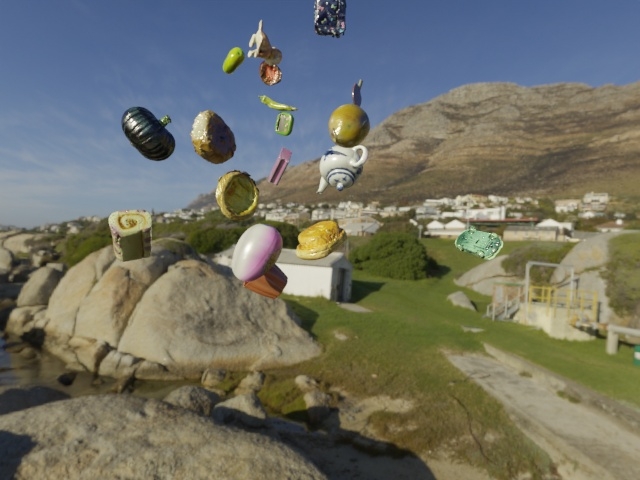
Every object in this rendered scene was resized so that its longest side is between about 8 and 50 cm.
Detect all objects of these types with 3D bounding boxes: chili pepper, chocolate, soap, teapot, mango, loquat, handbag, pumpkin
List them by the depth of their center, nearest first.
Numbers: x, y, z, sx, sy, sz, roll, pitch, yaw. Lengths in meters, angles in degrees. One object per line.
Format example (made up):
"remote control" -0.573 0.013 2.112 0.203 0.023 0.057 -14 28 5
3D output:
"pumpkin" -0.585 -0.361 1.365 0.150 0.194 0.194 -40 25 -32
"loquat" 0.100 -0.411 1.452 0.152 0.152 0.195 2 39 47
"handbag" 0.049 -1.124 1.945 0.162 0.260 0.113 -1 11 -4
"chili pepper" -0.205 -0.658 1.956 0.208 0.049 0.043 21 37 6
"mango" -0.484 -0.997 2.237 0.089 0.163 0.117 32 31 -20
"chocolate" -0.292 -0.966 2.304 0.127 0.133 0.124 12 42 40
"teapot" 0.120 -0.401 2.316 0.252 0.280 0.424 26 -37 -31
"soap" -0.243 -0.443 2.403 0.065 0.122 0.203 22 -48 -14

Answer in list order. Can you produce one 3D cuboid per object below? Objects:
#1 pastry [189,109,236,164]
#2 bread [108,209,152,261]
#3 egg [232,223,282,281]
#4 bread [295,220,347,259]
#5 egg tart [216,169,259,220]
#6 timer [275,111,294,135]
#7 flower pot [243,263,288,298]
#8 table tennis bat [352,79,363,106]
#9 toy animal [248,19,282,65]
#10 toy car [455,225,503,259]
"pastry" -0.439 -0.419 1.644 0.100 0.218 0.229 -3 38 28
"bread" -0.947 -0.023 2.018 0.187 0.155 0.338 -11 -23 -27
"egg" -0.284 0.053 1.771 0.196 0.271 0.196 39 -1 1
"bread" 0.002 0.000 1.787 0.236 0.120 0.198 -37 24 -34
"egg tart" -0.453 -0.241 2.164 0.095 0.278 0.279 -4 -9 43
"timer" -0.225 -0.730 2.514 0.128 0.140 0.047 24 18 34
"flower pot" -0.267 0.198 2.011 0.173 0.190 0.190 37 -13 -15
"table tennis bat" 0.151 -0.597 1.615 0.013 0.156 0.087 -2 -37 26
"toy animal" -0.262 -1.006 2.068 0.185 0.183 0.104 3 23 -44
"toy car" 0.520 0.011 1.316 0.058 0.093 0.186 37 -1 -20
